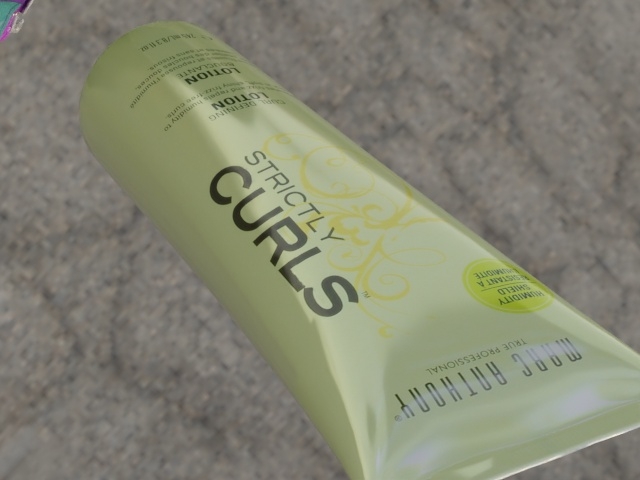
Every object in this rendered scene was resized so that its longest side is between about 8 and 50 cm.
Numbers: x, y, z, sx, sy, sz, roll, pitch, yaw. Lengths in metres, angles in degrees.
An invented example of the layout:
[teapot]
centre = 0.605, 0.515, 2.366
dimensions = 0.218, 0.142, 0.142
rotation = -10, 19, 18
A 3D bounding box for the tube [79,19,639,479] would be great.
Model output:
[tube]
centre = 0.000, 0.000, 0.471
dimensions = 0.062, 0.070, 0.240
rotation = 39, 3, -39

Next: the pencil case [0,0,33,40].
[pencil case]
centre = -0.091, -0.137, 0.586
dimensions = 0.070, 0.151, 0.064
rotation = 47, 14, -30
